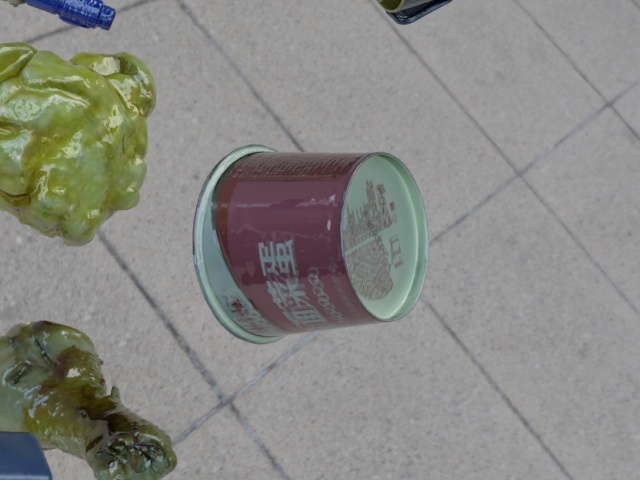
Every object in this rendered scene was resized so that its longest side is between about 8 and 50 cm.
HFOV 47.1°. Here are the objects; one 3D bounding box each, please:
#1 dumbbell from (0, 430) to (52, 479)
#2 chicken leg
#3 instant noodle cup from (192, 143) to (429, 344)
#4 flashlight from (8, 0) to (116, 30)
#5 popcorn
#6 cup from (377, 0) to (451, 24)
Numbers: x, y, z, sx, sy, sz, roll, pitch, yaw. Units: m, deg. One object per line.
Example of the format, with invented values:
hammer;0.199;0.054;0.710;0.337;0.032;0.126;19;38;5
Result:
dumbbell;-0.235;0.292;0.537;0.160;0.144;0.325;19;22;-48
chicken leg;-0.321;0.222;0.926;0.153;0.429;0.201;46;67;-43
instant noodle cup;0.000;0.000;0.812;0.235;0.178;0.234;7;82;-53
flashlight;-0.246;-0.216;0.657;0.121;0.035;0.057;18;28;-19
popcorn;-0.412;-0.161;1.196;0.293;0.292;0.334;47;20;2
cup;0.152;-0.380;1.010;0.155;0.176;0.131;-18;63;-14
